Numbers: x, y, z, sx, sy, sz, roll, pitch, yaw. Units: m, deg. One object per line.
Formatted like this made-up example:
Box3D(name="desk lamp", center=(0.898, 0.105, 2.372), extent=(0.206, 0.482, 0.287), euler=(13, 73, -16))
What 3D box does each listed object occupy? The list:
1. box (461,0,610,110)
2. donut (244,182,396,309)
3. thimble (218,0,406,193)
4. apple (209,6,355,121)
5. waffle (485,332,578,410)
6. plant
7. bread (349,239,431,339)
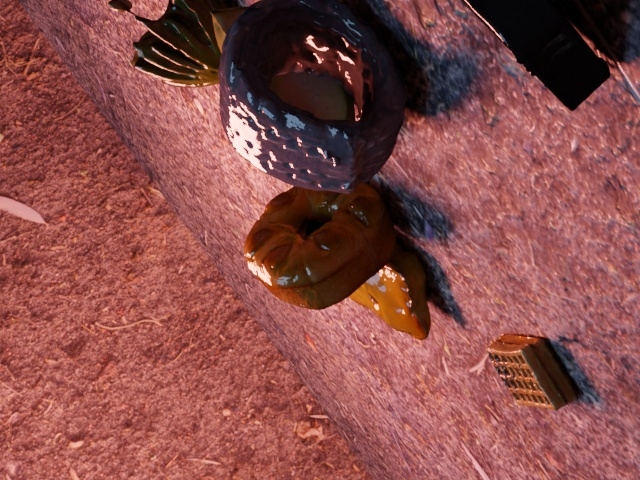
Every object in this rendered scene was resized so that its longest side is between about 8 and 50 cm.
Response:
Box3D(name="box", center=(0.098, -0.261, 1.093), extent=(0.350, 0.058, 0.211), euler=(51, -168, 22))
Box3D(name="donut", center=(0.000, -0.002, 1.896), extent=(0.226, 0.226, 0.114), euler=(39, 166, 51))
Box3D(name="thimble", center=(-0.012, -0.176, 1.544), extent=(0.236, 0.205, 0.172), euler=(53, 166, 14))
Box3D(name="apple", center=(-0.031, -0.204, 1.751), extent=(0.265, 0.120, 0.193), euler=(56, 179, 11))
Box3D(name="waffle", center=(0.278, 0.174, 1.713), extent=(0.102, 0.042, 0.148), euler=(57, 167, -5))
Box3D(name="plant", center=(-0.159, -0.251, 1.998), extent=(0.333, 0.180, 0.251), euler=(51, 177, 7))
Box3D(name="bread", center=(0.094, 0.054, 1.996), extent=(0.233, 0.088, 0.161), euler=(36, 162, 49))
